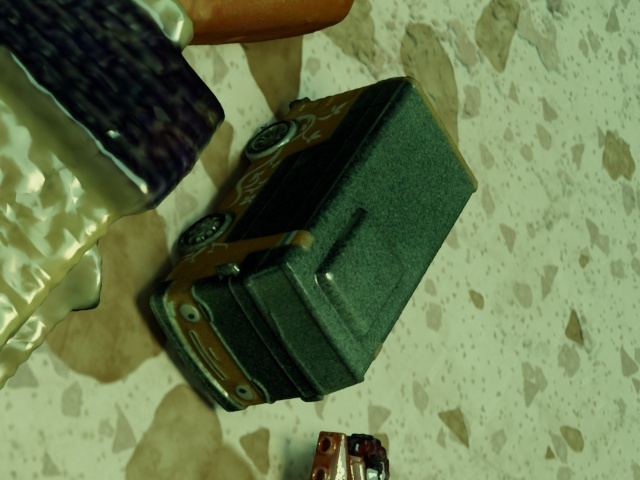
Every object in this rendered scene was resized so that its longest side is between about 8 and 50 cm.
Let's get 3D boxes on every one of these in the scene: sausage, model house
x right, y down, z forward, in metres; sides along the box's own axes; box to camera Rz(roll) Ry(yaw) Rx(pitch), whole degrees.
[{"bbox_3d":[-0.093,-0.206,1.516,0.348,0.094,0.097,-11,76,-49],"label":"sausage"},{"bbox_3d":[-0.207,-0.047,1.092,0.284,0.298,0.243,-43,99,-13],"label":"model house"}]

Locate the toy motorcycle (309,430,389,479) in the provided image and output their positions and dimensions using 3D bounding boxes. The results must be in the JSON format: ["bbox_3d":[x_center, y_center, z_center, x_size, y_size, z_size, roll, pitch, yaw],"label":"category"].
[{"bbox_3d":[0.003,0.254,1.508,0.118,0.084,0.213,26,70,-46],"label":"toy motorcycle"}]

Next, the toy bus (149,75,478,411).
[{"bbox_3d":[0.000,0.000,1.513,0.138,0.167,0.275,57,44,-24],"label":"toy bus"}]
